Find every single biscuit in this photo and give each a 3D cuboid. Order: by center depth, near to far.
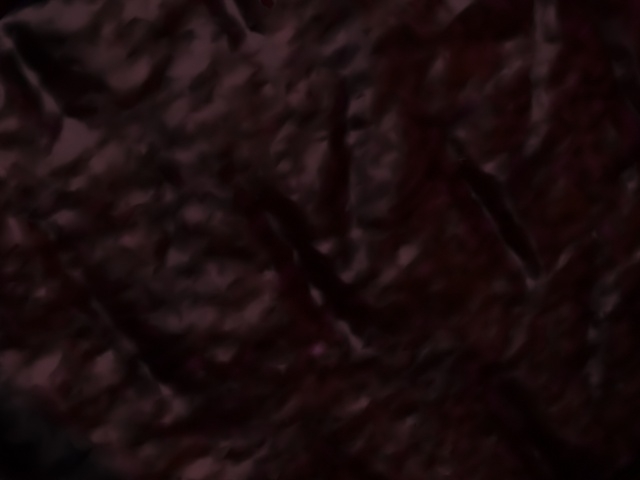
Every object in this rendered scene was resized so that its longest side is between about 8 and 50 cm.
[{"bbox_3d":[0.000,0.000,0.832,0.407,0.091,0.407,-7,117,-14],"label":"biscuit"}]
